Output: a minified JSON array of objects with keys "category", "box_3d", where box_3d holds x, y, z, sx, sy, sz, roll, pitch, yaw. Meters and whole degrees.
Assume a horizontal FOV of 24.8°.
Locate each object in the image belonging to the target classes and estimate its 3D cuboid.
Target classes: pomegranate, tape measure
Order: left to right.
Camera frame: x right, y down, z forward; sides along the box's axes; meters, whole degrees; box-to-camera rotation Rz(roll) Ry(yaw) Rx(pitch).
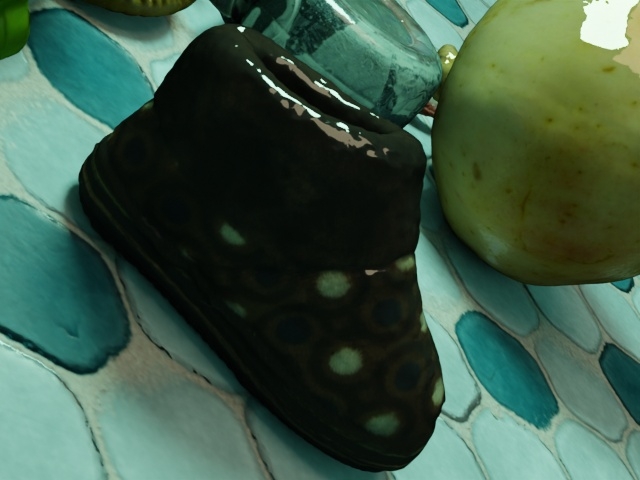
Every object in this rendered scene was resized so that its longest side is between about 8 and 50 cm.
[{"category":"tape measure","box_3d":[0.009,-0.236,1.723,0.275,0.147,0.256,43,22,-2]},{"category":"pomegranate","box_3d":[0.306,-0.140,1.798,0.411,0.411,0.411,38,25,-21]}]

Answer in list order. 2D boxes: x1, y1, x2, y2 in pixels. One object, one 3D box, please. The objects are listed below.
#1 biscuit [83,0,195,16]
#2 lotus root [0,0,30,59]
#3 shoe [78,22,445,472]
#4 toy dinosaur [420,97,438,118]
[{"category":"biscuit","box_3d":[-0.248,-0.364,1.547,0.318,0.040,0.318,27,38,-23]},{"category":"lotus root","box_3d":[-0.331,-0.187,1.070,0.186,0.186,0.186,38,25,-21]},{"category":"shoe","box_3d":[0.000,0.000,1.217,0.384,0.237,0.171,46,24,-3]},{"category":"toy dinosaur","box_3d":[0.127,-0.197,1.976,0.242,0.053,0.167,38,26,-22]}]
